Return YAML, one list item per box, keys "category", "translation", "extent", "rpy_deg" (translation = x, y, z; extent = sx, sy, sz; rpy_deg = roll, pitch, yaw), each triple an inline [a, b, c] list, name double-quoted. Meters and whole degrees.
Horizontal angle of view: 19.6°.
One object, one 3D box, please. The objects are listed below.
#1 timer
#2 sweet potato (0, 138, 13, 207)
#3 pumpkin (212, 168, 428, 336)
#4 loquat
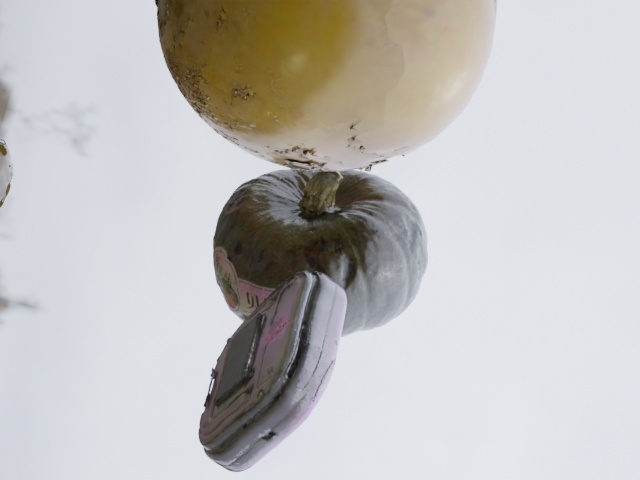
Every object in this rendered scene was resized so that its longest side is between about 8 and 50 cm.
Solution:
- category: "timer"
  translation: [-0.052, 0.134, 1.950]
  extent: [0.191, 0.069, 0.208]
  rpy_deg: [-43, -157, 35]
- category: "sweet potato"
  translation: [-0.329, 0.006, 1.498]
  extent: [0.062, 0.081, 0.233]
  rpy_deg: [24, -105, 46]
- category: "pumpkin"
  translation: [0.000, -0.002, 2.166]
  extent: [0.260, 0.260, 0.189]
  rpy_deg: [-111, -162, -54]
- category: "loquat"
  translation: [0.001, -0.160, 1.268]
  extent: [0.235, 0.235, 0.235]
  rpy_deg: [-44, -143, 48]
